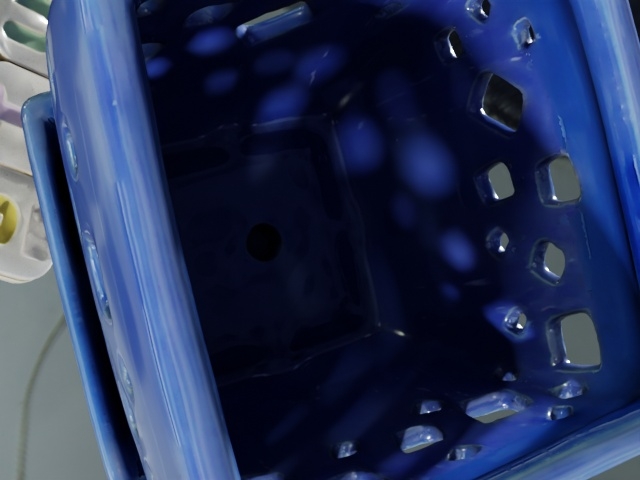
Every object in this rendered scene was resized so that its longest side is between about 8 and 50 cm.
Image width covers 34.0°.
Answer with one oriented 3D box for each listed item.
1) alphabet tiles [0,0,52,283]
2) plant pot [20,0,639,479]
[{"bbox_3d":[-0.179,-0.127,0.569,0.278,0.021,0.284,23,68,-40],"label":"alphabet tiles"},{"bbox_3d":[0.000,0.000,0.473,0.235,0.212,0.236,-15,91,-27],"label":"plant pot"}]
